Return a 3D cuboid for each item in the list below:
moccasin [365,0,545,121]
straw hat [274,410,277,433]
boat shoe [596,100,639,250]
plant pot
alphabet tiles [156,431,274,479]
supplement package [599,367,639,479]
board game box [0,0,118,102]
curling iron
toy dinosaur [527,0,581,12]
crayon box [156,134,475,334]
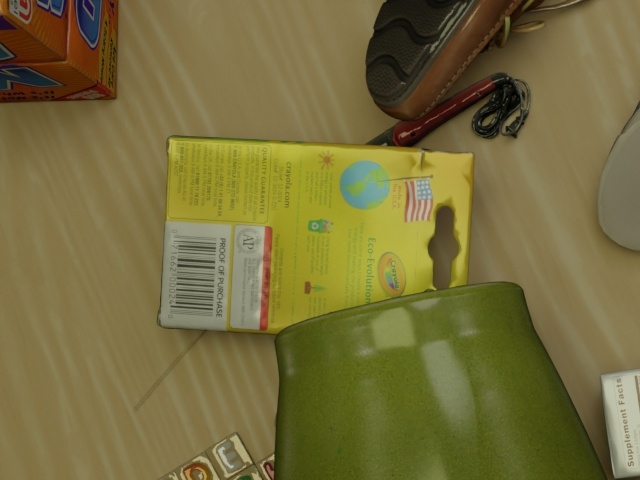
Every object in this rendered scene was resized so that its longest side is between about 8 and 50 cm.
[{"bbox_3d":[0.180,-0.273,1.827,0.139,0.147,0.380,12,64,47],"label":"moccasin"},{"bbox_3d":[0.014,0.158,1.848,0.144,0.144,0.061,-32,40,5],"label":"straw hat"},{"bbox_3d":[0.394,-0.152,1.804,0.127,0.158,0.340,32,117,4],"label":"boat shoe"},{"bbox_3d":[0.104,0.229,1.656,0.366,0.366,0.353,-13,83,9],"label":"plant pot"},{"bbox_3d":[-0.106,0.324,1.878,0.237,0.009,0.198,-32,77,5],"label":"alphabet tiles"},{"bbox_3d":[0.368,0.172,1.760,0.179,0.105,0.105,-9,81,10],"label":"supplement package"},{"bbox_3d":[-0.425,-0.348,1.856,0.357,0.356,0.356,-1,82,11],"label":"board game box"},{"bbox_3d":[0.094,-0.099,1.886,0.274,0.035,0.068,-23,78,7],"label":"curling iron"},{"bbox_3d":[0.314,-0.301,1.872,0.112,0.064,0.211,24,83,39],"label":"toy dinosaur"},{"bbox_3d":[0.000,0.000,1.851,0.319,0.081,0.202,4,93,12],"label":"crayon box"}]
